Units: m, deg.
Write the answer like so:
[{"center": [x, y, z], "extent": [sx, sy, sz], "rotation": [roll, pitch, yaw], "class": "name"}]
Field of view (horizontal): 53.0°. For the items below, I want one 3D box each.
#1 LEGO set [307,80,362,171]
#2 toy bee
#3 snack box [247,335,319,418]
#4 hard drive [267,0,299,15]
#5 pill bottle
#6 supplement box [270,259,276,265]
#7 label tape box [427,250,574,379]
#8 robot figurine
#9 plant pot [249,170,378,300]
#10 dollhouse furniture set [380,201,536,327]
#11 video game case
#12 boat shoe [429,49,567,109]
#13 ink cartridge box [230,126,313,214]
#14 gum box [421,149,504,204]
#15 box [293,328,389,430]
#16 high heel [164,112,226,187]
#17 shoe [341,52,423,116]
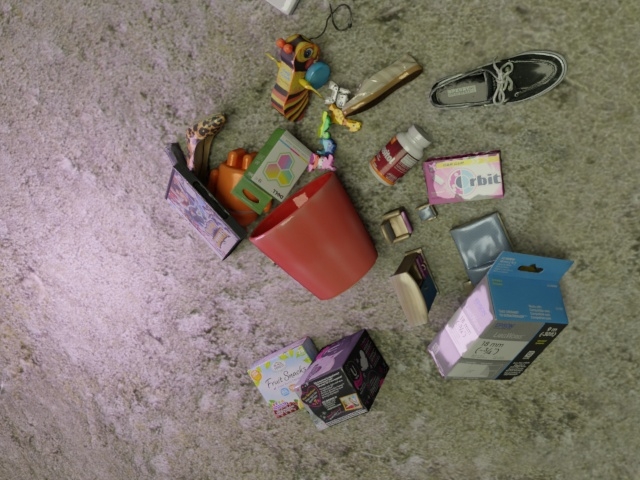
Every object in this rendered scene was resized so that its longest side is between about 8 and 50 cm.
[{"center": [0.048, -0.275, 1.609], "extent": [0.093, 0.087, 0.227], "rotation": [17, 105, 9], "class": "LEGO set"}, {"center": [-0.062, -0.433, 1.547], "extent": [0.195, 0.162, 0.298], "rotation": [21, 109, 36], "class": "toy bee"}, {"center": [-0.081, 0.399, 1.866], "extent": [0.207, 0.070, 0.174], "rotation": [-29, 96, 23], "class": "snack box"}, {"center": [-0.079, -0.738, 1.528], "extent": [0.210, 0.040, 0.318], "rotation": [36, 114, 5], "class": "hard drive"}, {"center": [0.197, -0.211, 1.576], "extent": [0.086, 0.086, 0.152], "rotation": [46, 114, 1], "class": "pill bottle"}, {"center": [-0.112, 0.008, 1.762], "extent": [0.083, 0.056, 0.083], "rotation": [-37, 92, 24], "class": "supplement box"}, {"center": [0.444, 0.190, 1.511], "extent": [0.241, 0.105, 0.333], "rotation": [7, 130, -29], "class": "label tape box"}, {"center": [-0.215, -0.132, 1.714], "extent": [0.158, 0.128, 0.219], "rotation": [2, 112, -22], "class": "robot figurine"}, {"center": [0.000, 0.000, 1.625], "extent": [0.275, 0.275, 0.243], "rotation": [-34, 103, 24], "class": "plant pot"}, {"center": [0.330, 0.030, 1.545], "extent": [0.304, 0.198, 0.286], "rotation": [-20, 99, 22], "class": "dollhouse furniture set"}, {"center": [-0.313, -0.070, 1.716], "extent": [0.248, 0.035, 0.275], "rotation": [48, 158, -2], "class": "video game case"}, {"center": [0.397, -0.359, 1.452], "extent": [0.307, 0.105, 0.113], "rotation": [-4, 105, 20], "class": "boat shoe"}, {"center": [-0.121, -0.171, 1.635], "extent": [0.109, 0.062, 0.209], "rotation": [38, 86, -33], "class": "ink cartridge box"}, {"center": [0.345, -0.152, 1.557], "extent": [0.189, 0.062, 0.107], "rotation": [-5, 105, 20], "class": "gum box"}, {"center": [0.058, 0.365, 1.712], "extent": [0.163, 0.247, 0.142], "rotation": [-28, 94, 24], "class": "box"}, {"center": [-0.302, -0.221, 1.727], "extent": [0.261, 0.093, 0.186], "rotation": [-27, 91, 40], "class": "high heel"}, {"center": [0.139, -0.370, 1.536], "extent": [0.219, 0.076, 0.058], "rotation": [-32, 85, 1], "class": "shoe"}]
